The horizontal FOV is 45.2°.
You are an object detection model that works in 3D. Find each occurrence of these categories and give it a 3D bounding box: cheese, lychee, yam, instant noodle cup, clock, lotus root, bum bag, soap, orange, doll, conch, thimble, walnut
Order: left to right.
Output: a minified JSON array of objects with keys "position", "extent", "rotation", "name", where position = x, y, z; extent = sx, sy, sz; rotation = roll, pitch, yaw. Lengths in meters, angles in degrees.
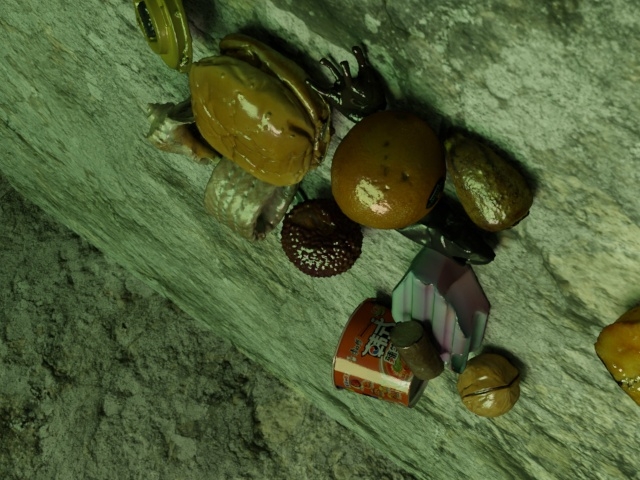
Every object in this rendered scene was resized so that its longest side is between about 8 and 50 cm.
[{"position":[-0.307,-0.422,1.440],"extent":[0.237,0.057,0.237],"rotation":[52,155,36],"name":"clock"},{"position":[-0.270,-0.236,1.695],"extent":[0.245,0.163,0.178],"rotation":[37,177,-26],"name":"conch"},{"position":[-0.147,-0.107,1.678],"extent":[0.148,0.196,0.229],"rotation":[37,132,13],"name":"thimble"},{"position":[-0.053,-0.093,1.786],"extent":[0.120,0.026,0.067],"rotation":[45,157,-12],"name":"cheese"},{"position":[0.000,0.000,1.683],"extent":[0.188,0.188,0.188],"rotation":[33,155,17],"name":"lychee"},{"position":[0.060,-0.247,1.313],"extent":[0.165,0.057,0.139],"rotation":[43,156,-28],"name":"doll"},{"position":[0.114,-0.117,1.288],"extent":[0.206,0.206,0.206],"rotation":[33,155,17],"name":"orange"},{"position":[0.168,0.284,1.884],"extent":[0.192,0.250,0.250],"rotation":[18,150,22],"name":"instant noodle cup"},{"position":[0.174,-0.048,1.434],"extent":[0.341,0.095,0.144],"rotation":[32,-177,21],"name":"bum bag"},{"position":[0.207,0.237,1.646],"extent":[0.084,0.084,0.127],"rotation":[13,142,47],"name":"yam"},{"position":[0.253,0.140,1.637],"extent":[0.193,0.109,0.323],"rotation":[29,155,23],"name":"soap"},{"position":[0.259,-0.098,1.236],"extent":[0.108,0.094,0.190],"rotation":[-37,98,31],"name":"lotus root"},{"position":[0.383,0.329,1.747],"extent":[0.144,0.144,0.180],"rotation":[39,165,2],"name":"walnut"}]

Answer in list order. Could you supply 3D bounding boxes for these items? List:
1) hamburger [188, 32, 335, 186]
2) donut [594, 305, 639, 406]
[{"position":[-0.113,-0.241,1.454],"extent":[0.319,0.158,0.318],"rotation":[32,159,14],"name":"hamburger"},{"position":[0.580,0.208,1.260],"extent":[0.254,0.118,0.253],"rotation":[32,158,15],"name":"donut"}]
